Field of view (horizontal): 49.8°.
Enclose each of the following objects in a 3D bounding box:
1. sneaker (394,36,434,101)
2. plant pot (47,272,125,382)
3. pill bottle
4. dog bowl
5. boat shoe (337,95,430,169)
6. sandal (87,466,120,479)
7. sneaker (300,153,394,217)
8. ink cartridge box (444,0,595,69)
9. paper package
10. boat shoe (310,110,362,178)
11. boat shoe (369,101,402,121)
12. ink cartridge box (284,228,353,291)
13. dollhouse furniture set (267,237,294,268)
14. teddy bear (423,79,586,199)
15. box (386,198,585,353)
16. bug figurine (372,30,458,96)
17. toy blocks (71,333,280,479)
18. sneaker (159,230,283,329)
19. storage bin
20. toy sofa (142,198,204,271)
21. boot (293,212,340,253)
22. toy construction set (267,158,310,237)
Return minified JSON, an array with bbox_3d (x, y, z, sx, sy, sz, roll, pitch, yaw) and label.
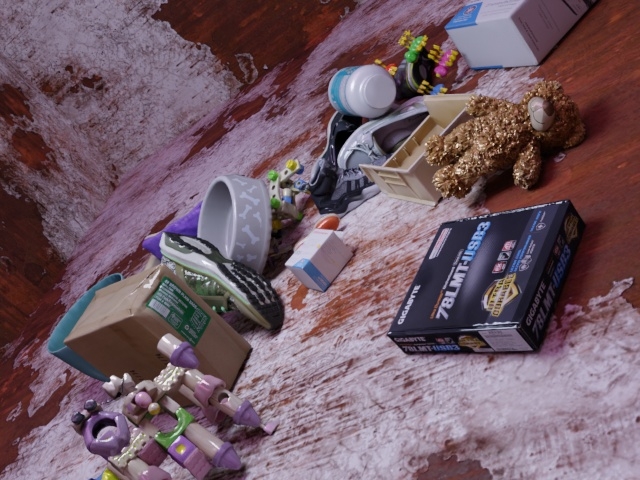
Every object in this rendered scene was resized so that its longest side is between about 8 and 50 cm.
[{"bbox_3d":[0.288,-0.556,2.231,0.121,0.111,0.300,-29,26,33],"label":"sneaker"},{"bbox_3d":[-0.606,0.281,2.030,0.293,0.235,0.293,-34,26,19],"label":"plant pot"},{"bbox_3d":[0.125,-0.426,1.970,0.146,0.146,0.264,-44,20,-4],"label":"pill bottle"},{"bbox_3d":[-0.256,-0.028,1.967,0.349,0.102,0.349,-14,74,60],"label":"dog bowl"},{"bbox_3d":[0.189,-0.286,1.931,0.320,0.118,0.103,-32,22,7],"label":"boat shoe"},{"bbox_3d":[-0.500,0.619,1.487,0.138,0.126,0.317,-28,20,36],"label":"sandal"},{"bbox_3d":[0.076,-0.178,1.870,0.268,0.153,0.101,-36,26,13],"label":"sneaker"},{"bbox_3d":[0.584,-0.666,1.899,0.395,0.166,0.285,-47,26,-11],"label":"ink cartridge box"},{"bbox_3d":[-0.389,0.247,1.665,0.309,0.325,0.168,-21,33,36],"label":"paper package"},{"bbox_3d":[0.078,-0.291,2.084,0.113,0.127,0.340,-14,39,44],"label":"boat shoe"},{"bbox_3d":[0.179,-0.412,2.191,0.227,0.079,0.081,23,106,43],"label":"boat shoe"},{"bbox_3d":[0.003,0.040,1.701,0.143,0.090,0.092,-49,26,-17],"label":"ink cartridge box"},{"bbox_3d":[-0.116,0.003,1.963,0.081,0.091,0.114,-21,26,9],"label":"dollhouse furniture set"},{"bbox_3d":[0.377,-0.217,1.464,0.338,0.113,0.245,-9,59,29],"label":"teddy bear"},{"bbox_3d":[0.296,0.070,1.254,0.293,0.073,0.295,-9,40,48],"label":"box"},{"bbox_3d":[0.292,-0.495,2.040,0.279,0.072,0.216,36,95,35],"label":"bug figurine"},{"bbox_3d":[-0.269,0.386,1.364,0.260,0.309,0.288,31,59,21],"label":"toy blocks"},{"bbox_3d":[-0.270,0.136,1.771,0.410,0.158,0.182,32,107,27],"label":"sneaker"},{"bbox_3d":[0.265,-0.231,1.717,0.262,0.123,0.260,-48,26,-11],"label":"storage bin"},{"bbox_3d":[-0.431,0.017,2.272,0.362,0.177,0.150,-31,27,21],"label":"toy sofa"},{"bbox_3d":[0.000,0.000,1.819,0.158,0.059,0.084,-47,27,9],"label":"boot"},{"bbox_3d":[-0.167,-0.111,2.122,0.327,0.151,0.215,-19,57,55],"label":"toy construction set"}]
